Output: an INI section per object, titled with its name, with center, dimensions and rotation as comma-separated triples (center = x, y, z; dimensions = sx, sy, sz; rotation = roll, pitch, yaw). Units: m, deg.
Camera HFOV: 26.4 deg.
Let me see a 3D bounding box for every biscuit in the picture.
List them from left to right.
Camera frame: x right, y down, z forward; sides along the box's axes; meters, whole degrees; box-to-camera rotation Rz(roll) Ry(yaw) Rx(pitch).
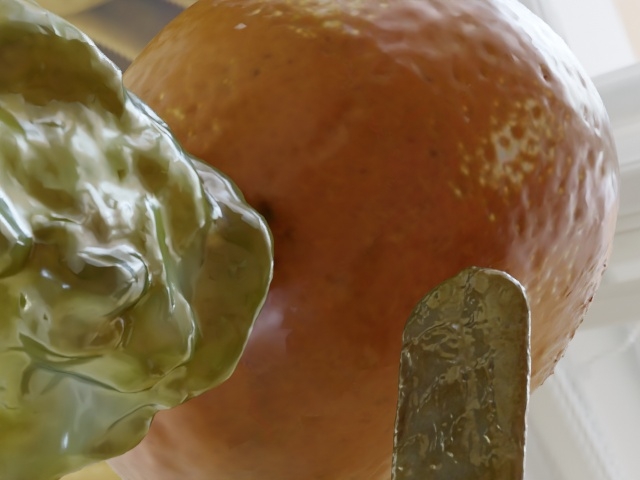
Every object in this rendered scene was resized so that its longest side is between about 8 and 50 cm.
[biscuit]
center = 0.065, 0.078, 0.639
dimensions = 0.018, 0.071, 0.147
rotation = 37, -131, -40

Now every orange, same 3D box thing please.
[orange]
center = 0.000, 0.000, 0.947
dimensions = 0.326, 0.424, 0.424
rotation = 43, -150, 26

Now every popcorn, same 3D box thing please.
[popcorn]
center = -0.220, -0.009, 0.622
dimensions = 0.334, 0.293, 0.292
rotation = -3, -126, -40
